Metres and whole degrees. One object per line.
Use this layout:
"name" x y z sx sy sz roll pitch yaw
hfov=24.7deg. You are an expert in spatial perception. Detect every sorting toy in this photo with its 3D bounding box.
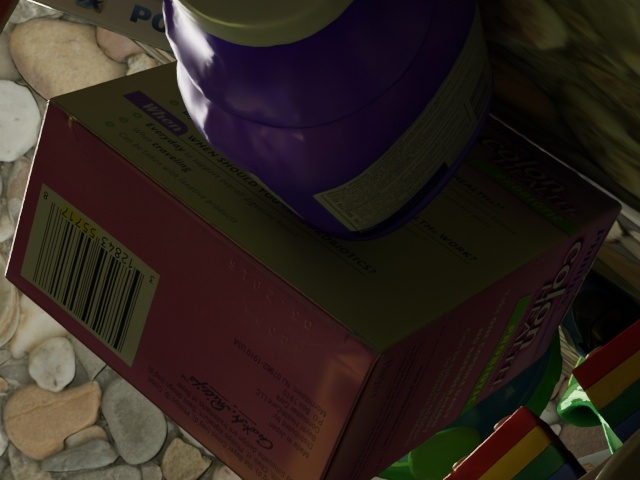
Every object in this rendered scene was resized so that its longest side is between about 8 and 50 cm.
"sorting toy" 0.189 0.149 1.003 0.089 0.255 0.257 54 -175 20

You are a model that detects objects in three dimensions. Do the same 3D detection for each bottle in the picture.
"bottle" 0.004 -0.073 0.555 0.092 0.118 0.283 38 180 13

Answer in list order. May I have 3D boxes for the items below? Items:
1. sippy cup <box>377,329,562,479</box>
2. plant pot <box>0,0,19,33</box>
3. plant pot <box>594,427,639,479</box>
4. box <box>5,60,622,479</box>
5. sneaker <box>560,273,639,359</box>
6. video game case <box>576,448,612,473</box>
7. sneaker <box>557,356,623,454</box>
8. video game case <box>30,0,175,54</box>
"sippy cup" 0.063 0.044 1.183 0.305 0.240 0.224 30 160 35
"plant pot" -0.256 -0.196 0.715 0.243 0.275 0.275 28 -177 -20
"plant pot" 0.298 0.209 0.732 0.274 0.256 0.256 18 -166 -45
"box" 0.000 0.000 0.779 0.213 0.117 0.243 36 -144 22
"sneaker" 0.241 0.081 1.197 0.084 0.058 0.152 48 180 43
"video game case" 0.350 0.224 1.286 0.212 0.193 0.023 -143 44 -58
"sneaker" 0.320 0.183 1.243 0.109 0.123 0.295 38 178 -40
"video game case" -0.145 -0.177 1.134 0.300 0.036 0.329 18 -174 -20
